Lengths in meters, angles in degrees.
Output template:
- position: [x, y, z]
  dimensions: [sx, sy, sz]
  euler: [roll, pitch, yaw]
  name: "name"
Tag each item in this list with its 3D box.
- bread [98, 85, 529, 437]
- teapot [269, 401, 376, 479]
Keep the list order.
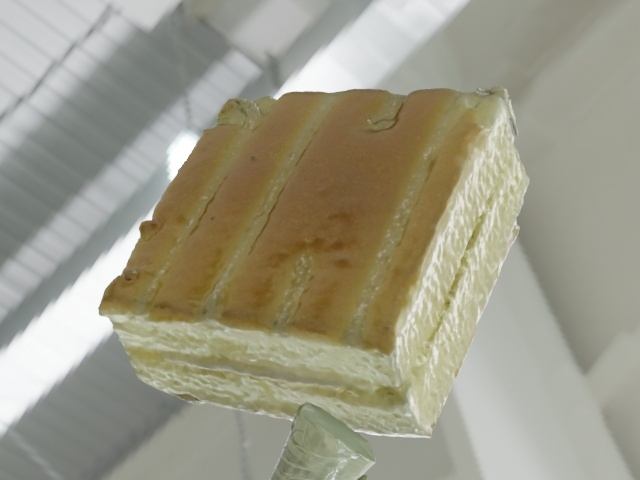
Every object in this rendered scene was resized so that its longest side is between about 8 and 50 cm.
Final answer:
- position: [0.000, 0.000, 1.216]
  dimensions: [0.239, 0.111, 0.246]
  euler: [6, -130, 29]
  name: "bread"
- position: [-0.008, 0.147, 1.046]
  dimensions: [0.083, 0.067, 0.057]
  euler: [-53, -151, 3]
  name: "teapot"
